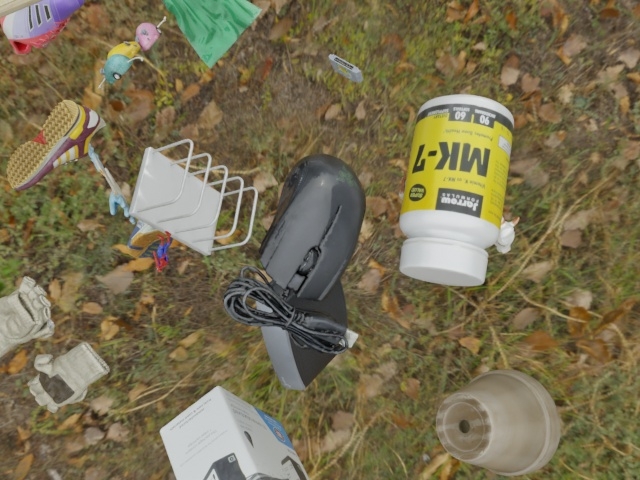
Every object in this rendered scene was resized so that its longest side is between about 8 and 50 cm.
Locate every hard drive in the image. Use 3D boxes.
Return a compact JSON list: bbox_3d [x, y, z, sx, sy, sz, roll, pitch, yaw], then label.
[{"bbox_3d":[-0.021,0.143,1.048,0.054,0.254,0.172,26,52,34],"label":"hard drive"}]

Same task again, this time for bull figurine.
[{"bbox_3d":[0.323,-0.076,1.435,0.310,0.188,0.101,34,78,-8],"label":"bull figurine"}]

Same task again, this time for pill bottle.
[{"bbox_3d":[0.160,-0.057,0.717,0.119,0.119,0.208,11,77,0],"label":"pill bottle"}]

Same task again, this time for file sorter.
[{"bbox_3d":[-0.316,-0.108,1.557,0.173,0.278,0.192,-9,62,32],"label":"file sorter"}]

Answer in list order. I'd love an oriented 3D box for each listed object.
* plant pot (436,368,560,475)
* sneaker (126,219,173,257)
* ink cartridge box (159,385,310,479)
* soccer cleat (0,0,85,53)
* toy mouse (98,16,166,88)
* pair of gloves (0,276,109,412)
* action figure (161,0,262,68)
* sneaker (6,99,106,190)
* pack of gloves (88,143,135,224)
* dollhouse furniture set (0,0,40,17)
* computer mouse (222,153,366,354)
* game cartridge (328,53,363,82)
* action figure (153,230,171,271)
[{"bbox_3d":[0.501,0.547,1.789,0.280,0.323,0.323,12,83,-43],"label":"plant pot"},{"bbox_3d":[-0.477,-0.068,1.741,0.296,0.112,0.131,-45,49,33],"label":"sneaker"},{"bbox_3d":[-0.096,0.411,0.931,0.129,0.223,0.307,-38,49,0],"label":"ink cartridge box"},{"bbox_3d":[-0.586,-0.472,1.271,0.318,0.109,0.116,8,114,40],"label":"soccer cleat"},{"bbox_3d":[-0.297,-0.295,0.929,0.161,0.143,0.031,-45,120,-1],"label":"toy mouse"},{"bbox_3d":[-0.519,0.203,1.117,0.240,0.042,0.204,47,117,-3],"label":"pair of gloves"},{"bbox_3d":[-0.227,-0.418,0.989,0.232,0.063,0.137,42,82,-25],"label":"action figure"},{"bbox_3d":[-0.434,-0.145,0.989,0.185,0.084,0.069,-41,66,13],"label":"sneaker"},{"bbox_3d":[-0.549,-0.143,1.514,0.046,0.195,0.232,-32,41,-11],"label":"pack of gloves"},{"bbox_3d":[-0.280,-0.262,0.437,0.212,0.242,0.161,-32,128,-15],"label":"dollhouse furniture set"},{"bbox_3d":[0.000,0.000,0.784,0.188,0.072,0.272,27,66,-25],"label":"computer mouse"},{"bbox_3d":[0.058,-0.390,1.359,0.083,0.056,0.017,35,90,19],"label":"game cartridge"},{"bbox_3d":[-0.377,0.030,1.418,0.030,0.038,0.115,28,126,18],"label":"action figure"}]
